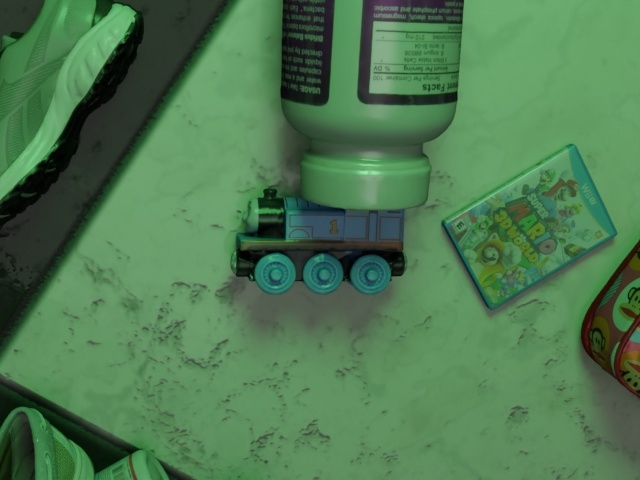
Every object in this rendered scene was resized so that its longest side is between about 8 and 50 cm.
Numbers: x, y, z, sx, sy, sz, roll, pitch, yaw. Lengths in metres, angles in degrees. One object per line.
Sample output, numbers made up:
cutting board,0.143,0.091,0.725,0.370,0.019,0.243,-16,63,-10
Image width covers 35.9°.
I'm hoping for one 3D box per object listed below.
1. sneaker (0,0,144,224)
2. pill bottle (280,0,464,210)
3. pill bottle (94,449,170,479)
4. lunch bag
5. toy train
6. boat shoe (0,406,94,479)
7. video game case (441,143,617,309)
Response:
sneaker,-0.277,-0.120,0.931,0.108,0.100,0.271,34,93,-2
pill bottle,0.048,-0.186,0.927,0.169,0.169,0.301,0,104,-10
pill bottle,-0.236,0.294,1.041,0.160,0.087,0.087,-28,107,-2
lunch bag,0.466,0.093,1.100,0.293,0.120,0.258,33,96,-16
toy train,0.000,0.000,1.016,0.184,0.080,0.105,1,95,-8
boat shoe,-0.297,0.308,0.911,0.118,0.320,0.103,-9,134,19
video game case,0.230,-0.014,1.084,0.166,0.015,0.119,-31,107,-2
